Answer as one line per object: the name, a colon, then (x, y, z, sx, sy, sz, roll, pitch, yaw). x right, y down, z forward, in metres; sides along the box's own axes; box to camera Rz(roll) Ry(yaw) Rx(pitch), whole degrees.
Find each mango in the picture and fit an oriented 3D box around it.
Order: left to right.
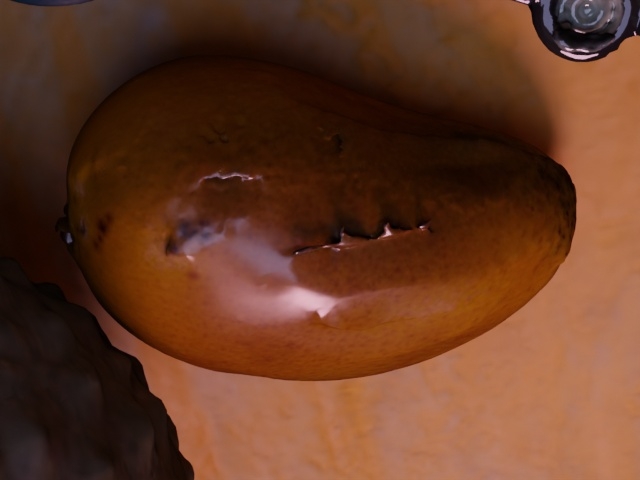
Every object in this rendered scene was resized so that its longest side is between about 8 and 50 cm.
mango: (-0.001, 0.002, 0.538, 0.159, 0.084, 0.105, 14, 126, -8)

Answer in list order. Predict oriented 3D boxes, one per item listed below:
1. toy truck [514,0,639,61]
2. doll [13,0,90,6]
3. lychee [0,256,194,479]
toy truck: (0.142, -0.081, 0.493, 0.201, 0.074, 0.088, 15, 115, -9)
doll: (-0.053, -0.116, 0.472, 0.152, 0.085, 0.114, -24, 130, 3)
lychee: (-0.158, 0.118, 0.518, 0.255, 0.274, 0.255, -3, 153, -2)
